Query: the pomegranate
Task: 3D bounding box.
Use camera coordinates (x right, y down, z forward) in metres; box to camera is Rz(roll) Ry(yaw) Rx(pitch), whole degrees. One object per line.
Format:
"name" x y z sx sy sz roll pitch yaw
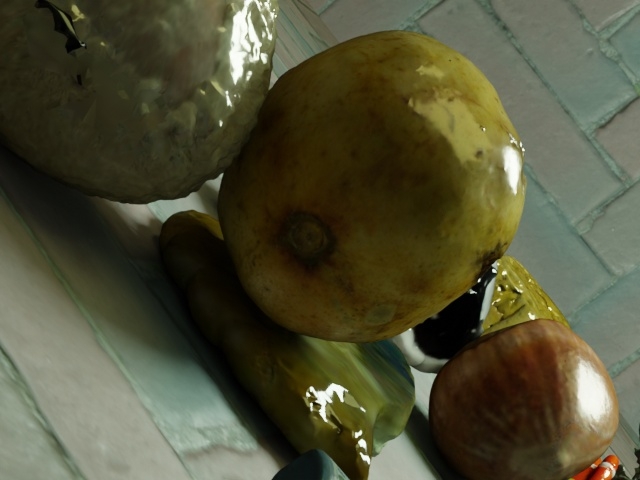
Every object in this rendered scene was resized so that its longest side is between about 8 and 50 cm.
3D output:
"pomegranate" 0.041 -0.046 1.301 0.260 0.260 0.260 50 10 -12

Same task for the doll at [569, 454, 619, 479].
"doll" 0.276 0.301 1.816 0.076 0.142 0.245 54 16 0

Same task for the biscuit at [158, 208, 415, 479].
"biscuit" -0.007 0.106 1.407 0.329 0.078 0.335 36 16 -40

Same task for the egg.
"egg" -0.163 -0.179 1.207 0.279 0.279 0.310 -5 85 -78

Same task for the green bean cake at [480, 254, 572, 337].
"green bean cake" 0.311 0.129 2.592 0.224 0.131 0.230 57 12 20

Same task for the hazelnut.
"hazelnut" 0.224 0.190 1.762 0.176 0.214 0.214 58 5 -33

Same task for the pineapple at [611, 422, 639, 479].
"pineapple" 0.376 0.335 1.862 0.169 0.169 0.340 47 27 -24

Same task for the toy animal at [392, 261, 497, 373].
"toy animal" 0.108 0.040 1.852 0.156 0.208 0.204 -1 25 -30

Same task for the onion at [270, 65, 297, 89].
"onion" 0.002 -0.159 2.190 0.177 0.153 0.177 38 8 -6

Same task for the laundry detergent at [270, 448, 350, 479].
"laundry detergent" 0.045 0.248 1.167 0.206 0.061 0.096 49 8 -18
